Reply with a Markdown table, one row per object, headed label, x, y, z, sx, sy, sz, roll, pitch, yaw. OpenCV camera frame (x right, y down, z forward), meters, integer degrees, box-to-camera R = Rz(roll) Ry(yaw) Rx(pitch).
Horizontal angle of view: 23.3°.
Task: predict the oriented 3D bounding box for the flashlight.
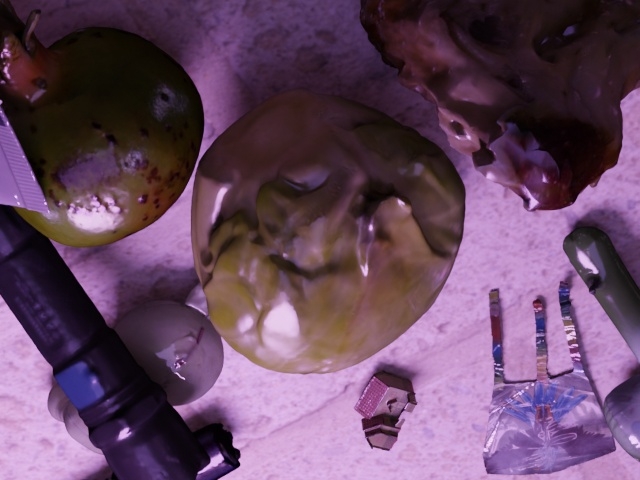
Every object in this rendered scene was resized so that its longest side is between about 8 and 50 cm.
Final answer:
| label | x | y | z | sx | sy | sz | roll | pitch | yaw |
| --- | --- | --- | --- | --- | --- | --- | --- | --- | --- |
| flashlight | -0.275 | 0.111 | 1.732 | 0.103 | 0.103 | 0.424 | -32 | 97 | 17 |

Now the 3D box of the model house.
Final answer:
| label | x | y | z | sx | sy | sz | roll | pitch | yaw |
| --- | --- | --- | --- | --- | --- | --- | --- | --- | --- |
| model house | 0.074 | 0.209 | 1.916 | 0.058 | 0.057 | 0.083 | 17 | 123 | -20 |

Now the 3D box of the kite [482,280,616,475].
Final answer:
| label | x | y | z | sx | sy | sz | roll | pitch | yaw |
| --- | --- | --- | --- | --- | --- | --- | --- | --- | --- |
| kite | 0.263 | 0.182 | 1.933 | 0.169 | 0.015 | 0.310 | -14 | 124 | 7 |

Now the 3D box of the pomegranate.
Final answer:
| label | x | y | z | sx | sy | sz | roll | pitch | yaw |
| --- | --- | --- | --- | --- | --- | --- | --- | --- | --- |
| pomegranate | -0.235 | -0.138 | 1.573 | 0.231 | 0.231 | 0.286 | -14 | 122 | 6 |

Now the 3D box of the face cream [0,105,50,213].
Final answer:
| label | x | y | z | sx | sy | sz | roll | pitch | yaw |
| --- | --- | --- | --- | --- | --- | --- | --- | --- | --- |
| face cream | -0.474 | -0.130 | 1.526 | 0.420 | 0.137 | 0.235 | 7 | 135 | 29 |

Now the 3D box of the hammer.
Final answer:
| label | x | y | z | sx | sy | sz | roll | pitch | yaw |
| --- | --- | --- | --- | --- | --- | --- | --- | --- | --- |
| hammer | 0.390 | 0.114 | 1.849 | 0.206 | 0.119 | 0.335 | -31 | 113 | 14 |

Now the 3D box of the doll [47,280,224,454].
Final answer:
| label | x | y | z | sx | sy | sz | roll | pitch | yaw |
| --- | --- | --- | --- | --- | --- | --- | --- | --- | --- |
| doll | -0.205 | 0.162 | 1.832 | 0.275 | 0.113 | 0.155 | -39 | 114 | 21 |

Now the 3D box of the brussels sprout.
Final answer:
| label | x | y | z | sx | sy | sz | roll | pitch | yaw |
| --- | --- | --- | --- | --- | --- | --- | --- | --- | --- |
| brussels sprout | 0.000 | 0.000 | 1.658 | 0.328 | 0.247 | 0.328 | -25 | 132 | -32 |

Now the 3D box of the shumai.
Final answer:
| label | x | y | z | sx | sy | sz | roll | pitch | yaw |
| --- | --- | --- | --- | --- | --- | --- | --- | --- | --- |
| shumai | 0.213 | -0.192 | 1.524 | 0.346 | 0.283 | 0.217 | 6 | 125 | -5 |

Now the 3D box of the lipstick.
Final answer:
| label | x | y | z | sx | sy | sz | roll | pitch | yaw |
| --- | --- | --- | --- | --- | --- | --- | --- | --- | --- |
| lipstick | -0.286 | 0.346 | 1.973 | 0.418 | 0.077 | 0.077 | -30 | 120 | 17 |
